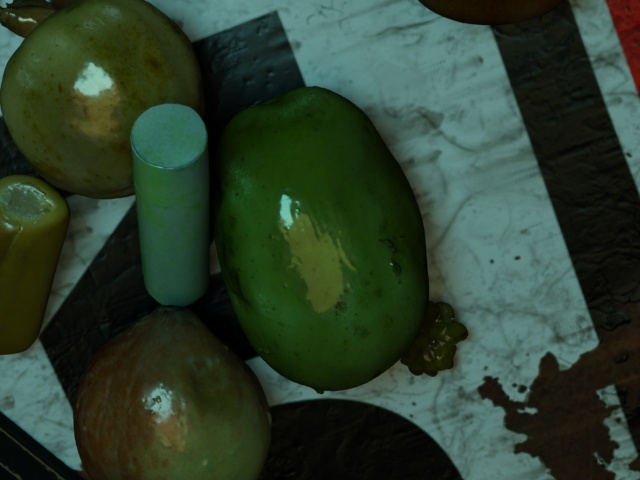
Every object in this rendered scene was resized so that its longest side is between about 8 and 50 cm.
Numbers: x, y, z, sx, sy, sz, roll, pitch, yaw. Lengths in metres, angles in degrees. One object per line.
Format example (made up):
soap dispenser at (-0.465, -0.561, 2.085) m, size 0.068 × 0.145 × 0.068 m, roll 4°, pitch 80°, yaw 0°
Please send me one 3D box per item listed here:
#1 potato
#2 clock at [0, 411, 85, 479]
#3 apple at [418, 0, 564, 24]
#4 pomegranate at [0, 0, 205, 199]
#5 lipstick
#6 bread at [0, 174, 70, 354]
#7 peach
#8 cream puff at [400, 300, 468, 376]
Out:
potato at (-0.002, 0.001, 1.260) m, size 0.216 × 0.216 × 0.304 m, roll -22°, pitch 94°, yaw 8°
clock at (-0.391, 0.359, 1.454) m, size 0.279 × 0.049 × 0.273 m, roll 41°, pitch 103°, yaw -9°
apple at (0.167, -0.299, 1.187) m, size 0.201 × 0.162 × 0.201 m, roll 1°, pitch 105°, yaw 4°
pomegranate at (-0.215, -0.143, 1.234) m, size 0.207 × 0.207 × 0.207 m, roll 1°, pitch 106°, yaw 2°
lipstick at (-0.146, -0.023, 1.227) m, size 0.076 × 0.304 × 0.076 m, roll 2°, pitch 63°, yaw -4°
bread at (-0.327, 0.033, 1.298) m, size 0.093 × 0.074 × 0.239 m, roll 25°, pitch 134°, yaw -2°
peach at (-0.154, 0.174, 1.313) m, size 0.233 × 0.232 × 0.232 m, roll 1°, pitch 106°, yaw 2°
cream puff at (0.121, 0.110, 1.359) m, size 0.083 × 0.058 × 0.083 m, roll -26°, pitch 101°, yaw 11°
